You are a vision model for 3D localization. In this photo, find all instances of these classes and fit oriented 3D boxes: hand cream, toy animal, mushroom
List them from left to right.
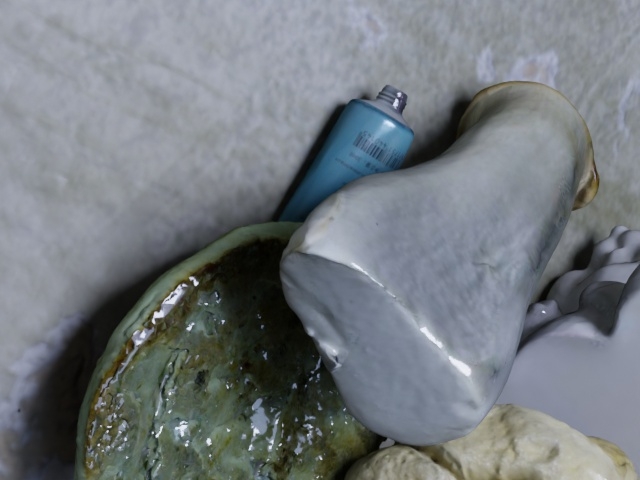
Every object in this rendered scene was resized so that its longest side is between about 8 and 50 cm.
[{"bbox_3d":[0.000,0.000,0.799,0.083,0.048,0.224,28,90,-40],"label":"hand cream"},{"bbox_3d":[0.091,-0.011,0.751,0.328,0.122,0.159,-48,140,-49],"label":"mushroom"},{"bbox_3d":[0.239,0.099,0.923,0.265,0.272,0.206,-21,88,-58],"label":"toy animal"}]

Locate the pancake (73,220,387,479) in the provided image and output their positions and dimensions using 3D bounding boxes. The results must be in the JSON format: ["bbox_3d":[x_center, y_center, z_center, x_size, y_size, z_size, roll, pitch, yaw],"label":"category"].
[{"bbox_3d":[-0.042,0.103,0.744,0.254,0.037,0.253,-14,111,-41],"label":"pancake"}]

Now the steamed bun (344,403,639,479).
[{"bbox_3d":[0.098,0.171,0.767,0.172,0.155,0.141,-48,153,-16],"label":"steamed bun"}]
